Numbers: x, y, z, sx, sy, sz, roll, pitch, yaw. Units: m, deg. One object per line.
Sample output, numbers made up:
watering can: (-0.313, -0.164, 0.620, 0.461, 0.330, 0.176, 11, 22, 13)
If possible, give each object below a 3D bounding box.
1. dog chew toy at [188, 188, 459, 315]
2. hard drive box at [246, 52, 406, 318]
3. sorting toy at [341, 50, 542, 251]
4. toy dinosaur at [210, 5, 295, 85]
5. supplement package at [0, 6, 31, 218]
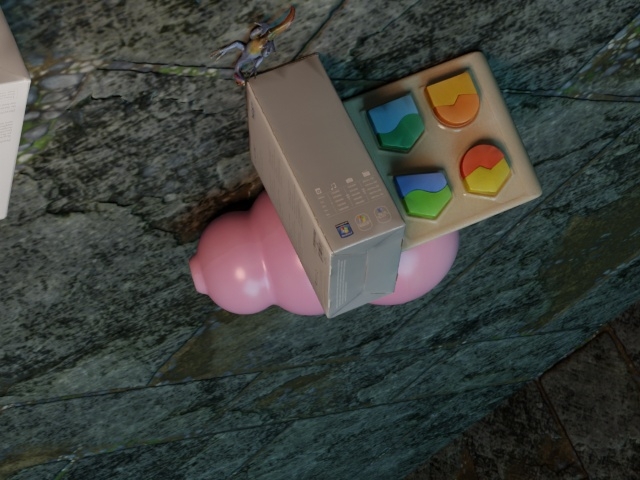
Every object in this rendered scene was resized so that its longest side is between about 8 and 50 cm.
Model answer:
dog chew toy: (0.000, 0.000, 1.667, 0.332, 0.206, 0.206, -15, 156, -4)
hard drive box: (0.002, -0.058, 1.482, 0.089, 0.232, 0.181, -22, 158, -11)
sorting toy: (0.142, -0.108, 1.573, 0.208, 0.193, 0.038, -21, 175, -14)
toy dinosaur: (-0.064, -0.192, 1.376, 0.090, 0.047, 0.082, -29, 178, -19)
supplement package: (-0.363, -0.110, 1.096, 0.194, 0.149, 0.203, -14, 154, -26)
